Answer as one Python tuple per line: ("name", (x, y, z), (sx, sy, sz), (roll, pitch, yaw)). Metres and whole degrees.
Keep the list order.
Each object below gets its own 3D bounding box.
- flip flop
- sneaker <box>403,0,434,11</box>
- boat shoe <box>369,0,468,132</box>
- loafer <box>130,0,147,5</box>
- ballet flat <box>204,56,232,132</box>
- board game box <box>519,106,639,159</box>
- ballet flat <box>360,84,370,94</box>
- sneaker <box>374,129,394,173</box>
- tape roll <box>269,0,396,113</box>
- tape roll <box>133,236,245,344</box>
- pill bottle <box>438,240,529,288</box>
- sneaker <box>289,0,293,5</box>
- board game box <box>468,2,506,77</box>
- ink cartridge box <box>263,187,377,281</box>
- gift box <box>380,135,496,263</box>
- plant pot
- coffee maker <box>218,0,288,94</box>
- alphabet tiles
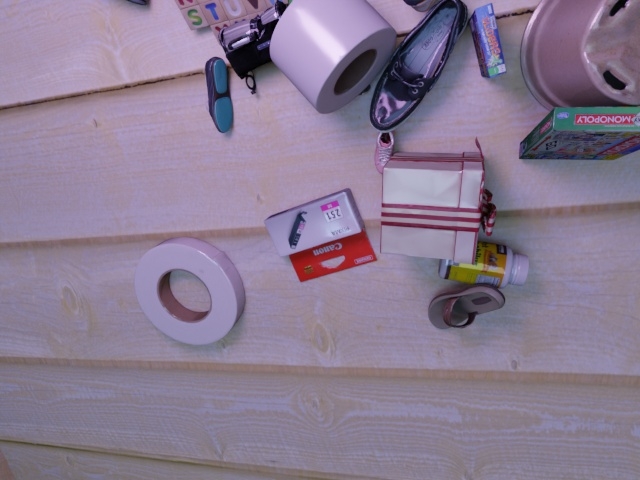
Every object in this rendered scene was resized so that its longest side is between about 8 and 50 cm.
("flip flop", (0.391, 0.199, 1.207), (0.112, 0.080, 0.277), (37, 148, -8))
("sneaker", (0.249, -0.661, 0.942), (0.126, 0.127, 0.321), (26, 92, 31))
("boat shoe", (0.222, -0.409, 1.022), (0.127, 0.113, 0.340), (41, 108, 3))
("loafer", (-0.582, -0.715, 1.165), (0.268, 0.096, 0.084), (25, 110, 7))
("ballet flat", (-0.290, -0.408, 1.221), (0.074, 0.074, 0.203), (8, 119, 13))
("board game box", (0.562, -0.216, 0.914), (0.214, 0.317, 0.046), (4, 92, 15))
("ballet flat", (0.045, -0.405, 1.143), (0.173, 0.049, 0.057), (5, 85, 9))
("sneaker", (0.168, -0.237, 1.152), (0.051, 0.070, 0.134), (8, 114, 10))
("tape roll", (0.028, -0.440, 0.999), (0.169, 0.246, 0.246), (49, 116, 7))
("tape roll", (-0.449, 0.176, 1.489), (0.392, 0.072, 0.391), (5, 112, 14))
("pill bottle", (0.433, 0.062, 1.169), (0.215, 0.117, 0.117), (9, 113, 12))
("sneaker", (0.010, -0.644, 1.005), (0.109, 0.123, 0.295), (36, 117, -1))
("board game box", (0.361, -0.428, 0.949), (0.035, 0.201, 0.136), (-14, 107, 20))
("ink cartridge box", (0.000, 0.000, 1.300), (0.275, 0.060, 0.238), (-18, 104, 21))
("gift box", (0.292, -0.107, 1.068), (0.258, 0.255, 0.276), (6, 118, 16))
("plant pot", (0.591, -0.389, 0.842), (0.334, 0.305, 0.333), (5, 112, 14))
("coffee maker", (-0.141, -0.497, 1.120), (0.178, 0.120, 0.171), (-11, 147, 23))
("alphabet tiles", (-0.246, -0.645, 1.039), (0.285, 0.011, 0.342), (-5, 142, 18))
